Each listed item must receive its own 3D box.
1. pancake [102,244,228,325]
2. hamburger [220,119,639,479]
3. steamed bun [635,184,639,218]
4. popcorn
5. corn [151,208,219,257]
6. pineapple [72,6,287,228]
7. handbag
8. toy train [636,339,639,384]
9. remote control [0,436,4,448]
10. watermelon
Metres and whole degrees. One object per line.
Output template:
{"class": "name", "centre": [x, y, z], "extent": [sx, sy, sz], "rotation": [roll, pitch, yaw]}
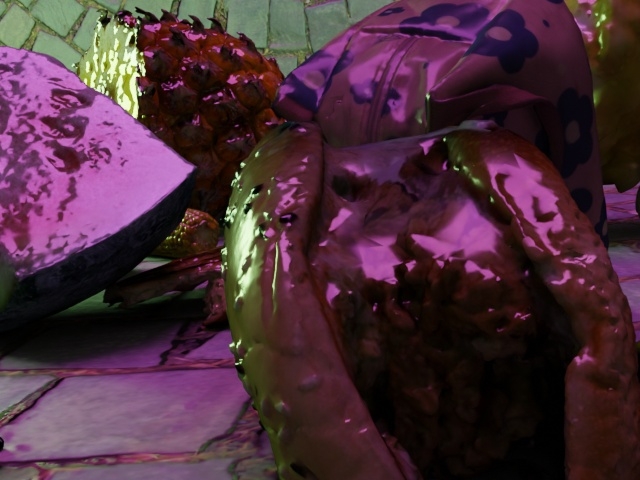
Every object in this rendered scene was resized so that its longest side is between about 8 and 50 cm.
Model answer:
{"class": "pancake", "centre": [-0.077, 0.032, 0.905], "extent": [0.258, 0.056, 0.212], "rotation": [-18, 7, -31]}
{"class": "hamburger", "centre": [0.039, 0.025, 0.489], "extent": [0.168, 0.192, 0.288], "rotation": [-14, 8, -1]}
{"class": "steamed bun", "centre": [0.420, -0.053, 1.086], "extent": [0.113, 0.090, 0.130], "rotation": [-6, 9, 5]}
{"class": "popcorn", "centre": [0.275, -0.170, 1.147], "extent": [0.334, 0.293, 0.292], "rotation": [-27, 16, 33]}
{"class": "corn", "centre": [-0.205, -0.012, 1.227], "extent": [0.068, 0.068, 0.207], "rotation": [-12, 13, -44]}
{"class": "pineapple", "centre": [-0.209, -0.167, 1.436], "extent": [0.300, 0.352, 0.352], "rotation": [9, 1, -29]}
{"class": "handbag", "centre": [0.092, -0.042, 0.694], "extent": [0.190, 0.251, 0.193], "rotation": [3, 27, 38]}
{"class": "toy train", "centre": [0.248, 0.064, 0.544], "extent": [0.209, 0.042, 0.044], "rotation": [-6, 8, -15]}
{"class": "remote control", "centre": [-0.229, 0.114, 0.557], "extent": [0.096, 0.014, 0.039], "rotation": [0, 10, 35]}
{"class": "watermelon", "centre": [-0.287, -0.057, 0.863], "extent": [0.228, 0.258, 0.387], "rotation": [-28, 13, -35]}
